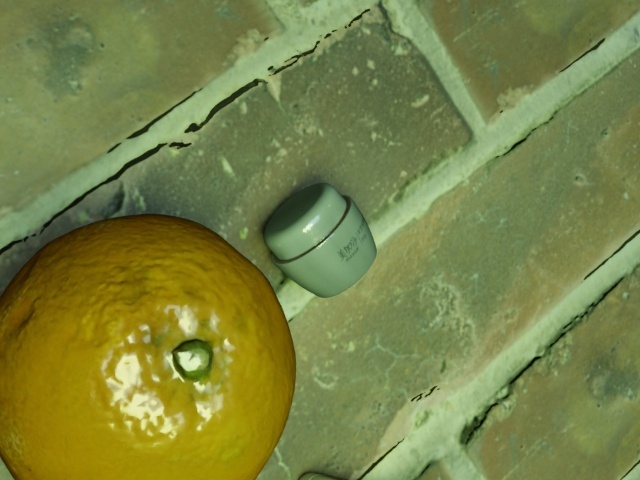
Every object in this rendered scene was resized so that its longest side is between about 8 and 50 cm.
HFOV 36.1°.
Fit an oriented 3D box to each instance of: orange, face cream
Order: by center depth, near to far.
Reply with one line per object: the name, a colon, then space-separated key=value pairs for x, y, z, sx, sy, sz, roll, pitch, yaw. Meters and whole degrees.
orange: x=-0.172 y=0.126 z=0.959 sx=0.312 sy=0.312 sz=0.312 roll=2 pitch=84 yaw=-23
face cream: x=0.000 y=0.000 z=1.139 sx=0.117 sy=0.117 sz=0.104 roll=-47 pitch=112 yaw=-20

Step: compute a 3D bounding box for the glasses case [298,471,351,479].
glasses case: x=0.010 y=0.446 z=1.123 sx=0.144 sy=0.076 sz=0.336 roll=17 pitch=79 yaw=-21
